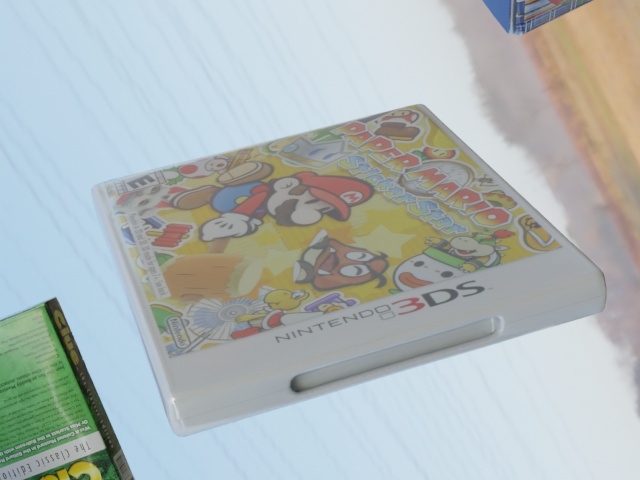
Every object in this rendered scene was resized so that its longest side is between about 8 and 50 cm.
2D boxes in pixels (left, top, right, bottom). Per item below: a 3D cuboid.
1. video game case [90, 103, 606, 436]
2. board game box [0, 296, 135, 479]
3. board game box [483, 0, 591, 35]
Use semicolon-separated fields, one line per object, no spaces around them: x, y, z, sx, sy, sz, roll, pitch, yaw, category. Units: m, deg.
0.000;0.000;0.634;0.227;0.206;0.026;-125;23;-58;video game case
-0.265;0.145;0.809;0.030;0.259;0.136;-42;-69;-81;board game box
0.104;-0.160;0.359;0.060;0.194;0.194;85;165;-47;board game box
